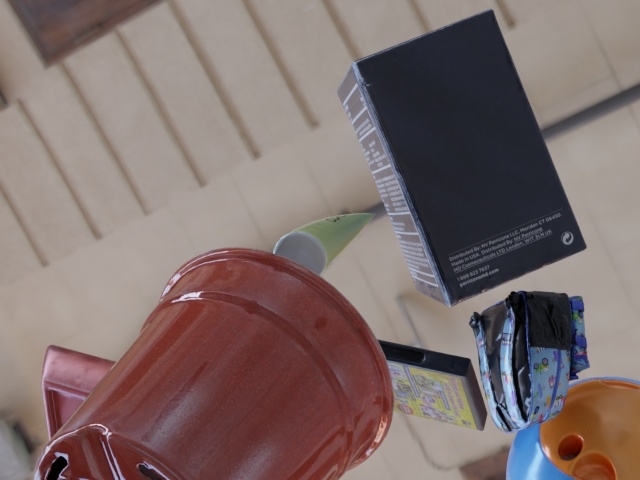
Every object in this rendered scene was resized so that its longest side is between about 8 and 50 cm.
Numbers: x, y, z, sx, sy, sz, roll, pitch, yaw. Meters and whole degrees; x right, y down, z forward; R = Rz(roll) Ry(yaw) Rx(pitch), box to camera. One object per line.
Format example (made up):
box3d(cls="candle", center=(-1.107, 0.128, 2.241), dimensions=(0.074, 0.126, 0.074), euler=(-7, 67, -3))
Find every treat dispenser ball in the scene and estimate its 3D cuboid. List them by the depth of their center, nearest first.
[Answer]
box3d(cls="treat dispenser ball", center=(0.401, 0.331, 1.725), dimensions=(0.288, 0.288, 0.288), euler=(53, -159, -31))

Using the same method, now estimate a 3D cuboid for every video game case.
box3d(cls="video game case", center=(0.114, 0.205, 1.861), dimensions=(0.275, 0.248, 0.035), euler=(64, -139, -63))

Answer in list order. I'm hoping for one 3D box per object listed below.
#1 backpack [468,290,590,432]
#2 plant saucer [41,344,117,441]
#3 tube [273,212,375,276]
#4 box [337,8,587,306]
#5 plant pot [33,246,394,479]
box3d(cls="backpack", center=(0.277, 0.162, 1.636), dimensions=(0.158, 0.117, 0.173), euler=(135, 134, -67))
box3d(cls="plant saucer", center=(-0.257, 0.281, 1.599), dimensions=(0.047, 0.259, 0.258), euler=(-30, -57, -52))
box3d(cls="tube", center=(0.000, 0.000, 1.461), dimensions=(0.070, 0.062, 0.240), euler=(23, -166, 8))
box3d(cls="box", center=(0.160, -0.095, 1.511), dimensions=(0.296, 0.182, 0.294), euler=(-154, 41, -87))
box3d(cls="plant pot", center=(-0.108, 0.186, 1.166), dimensions=(0.272, 0.272, 0.265), euler=(60, -142, -13))
